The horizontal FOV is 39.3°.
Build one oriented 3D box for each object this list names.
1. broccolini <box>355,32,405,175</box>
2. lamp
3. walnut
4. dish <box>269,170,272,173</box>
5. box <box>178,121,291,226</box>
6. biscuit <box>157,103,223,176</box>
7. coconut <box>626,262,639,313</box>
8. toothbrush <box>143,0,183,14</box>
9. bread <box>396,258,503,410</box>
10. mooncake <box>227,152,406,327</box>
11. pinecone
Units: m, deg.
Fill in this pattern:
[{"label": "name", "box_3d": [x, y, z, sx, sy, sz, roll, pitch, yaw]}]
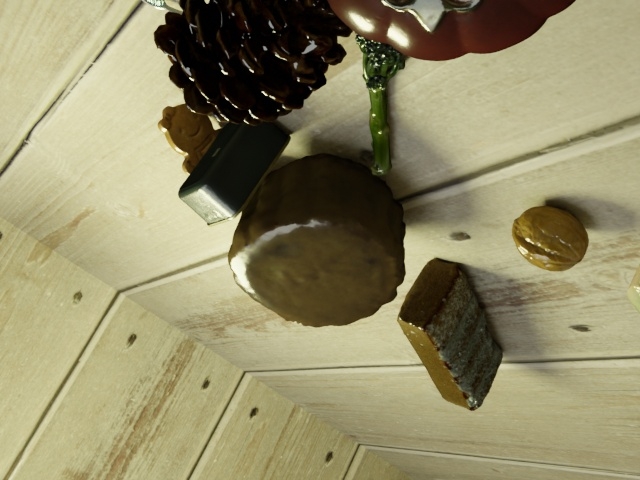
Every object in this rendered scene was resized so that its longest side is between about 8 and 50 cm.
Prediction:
[{"label": "broccolini", "box_3d": [0.092, -0.195, 1.340, 0.079, 0.074, 0.392, 28, 158, 20]}, {"label": "lamp", "box_3d": [0.115, -0.314, 0.797, 0.303, 0.257, 0.303, 6, 115, 13]}, {"label": "walnut", "box_3d": [0.362, -0.005, 1.422, 0.124, 0.105, 0.105, 35, 163, 24]}, {"label": "dish", "box_3d": [-0.074, -0.086, 1.788, 0.191, 0.066, 0.190, 21, 155, 11]}, {"label": "box", "box_3d": [-0.159, -0.133, 1.610, 0.090, 0.201, 0.144, 40, 157, -19]}, {"label": "biscuit", "box_3d": [-0.220, -0.181, 1.681, 0.027, 0.133, 0.184, -17, 104, 48]}, {"label": "coconut", "box_3d": [0.533, 0.079, 1.369, 0.116, 0.122, 0.116, 23, 159, 10]}, {"label": "toothbrush", "box_3d": [-0.166, -0.337, 1.399, 0.269, 0.021, 0.027, 24, 163, 8]}, {"label": "bread", "box_3d": [0.282, 0.209, 1.896, 0.113, 0.165, 0.416, 15, 156, 32]}, {"label": "mooncake", "box_3d": [-0.001, 0.000, 1.634, 0.324, 0.187, 0.324, 4, 141, 3]}, {"label": "pinecone", "box_3d": [-0.084, -0.265, 1.204, 0.272, 0.224, 0.224, -12, 137, 38]}]
